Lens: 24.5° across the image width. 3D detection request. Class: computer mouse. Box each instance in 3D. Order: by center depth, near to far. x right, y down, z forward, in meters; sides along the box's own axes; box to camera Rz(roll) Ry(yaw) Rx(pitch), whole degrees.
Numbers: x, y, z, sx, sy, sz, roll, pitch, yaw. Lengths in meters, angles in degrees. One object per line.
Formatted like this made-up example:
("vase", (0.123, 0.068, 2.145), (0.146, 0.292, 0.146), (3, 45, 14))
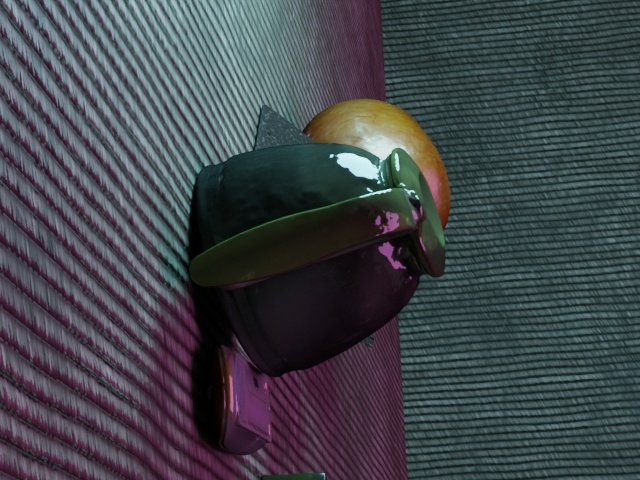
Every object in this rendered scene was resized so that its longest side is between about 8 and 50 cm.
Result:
("computer mouse", (-0.087, 0.165, 1.514), (0.199, 0.044, 0.102), (54, 30, -74))

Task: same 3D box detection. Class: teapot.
("teapot", (-0.003, -0.018, 1.514), (0.321, 0.239, 0.240), (51, 23, -57))

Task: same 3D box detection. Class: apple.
("apple", (0.078, -0.079, 2.179), (0.272, 0.206, 0.252), (-117, -177, -61))

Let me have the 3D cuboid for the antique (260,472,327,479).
("antique", (-0.030, 0.378, 1.680), (0.081, 0.080, 0.221), (79, 9, -48))

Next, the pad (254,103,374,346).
("pad", (-0.007, -0.025, 1.880), (0.220, 0.004, 0.330), (37, 31, -21))
